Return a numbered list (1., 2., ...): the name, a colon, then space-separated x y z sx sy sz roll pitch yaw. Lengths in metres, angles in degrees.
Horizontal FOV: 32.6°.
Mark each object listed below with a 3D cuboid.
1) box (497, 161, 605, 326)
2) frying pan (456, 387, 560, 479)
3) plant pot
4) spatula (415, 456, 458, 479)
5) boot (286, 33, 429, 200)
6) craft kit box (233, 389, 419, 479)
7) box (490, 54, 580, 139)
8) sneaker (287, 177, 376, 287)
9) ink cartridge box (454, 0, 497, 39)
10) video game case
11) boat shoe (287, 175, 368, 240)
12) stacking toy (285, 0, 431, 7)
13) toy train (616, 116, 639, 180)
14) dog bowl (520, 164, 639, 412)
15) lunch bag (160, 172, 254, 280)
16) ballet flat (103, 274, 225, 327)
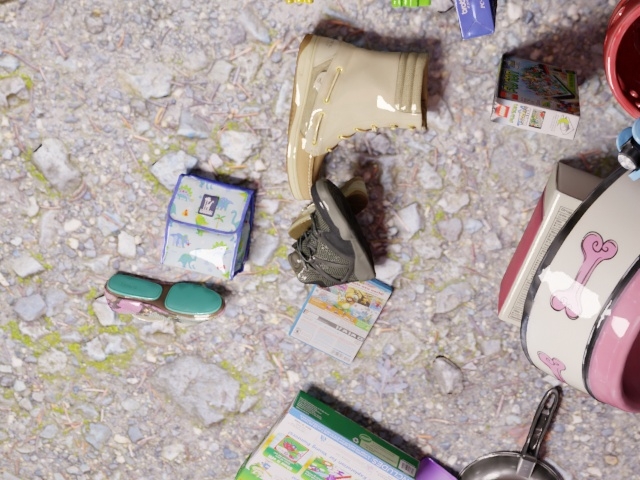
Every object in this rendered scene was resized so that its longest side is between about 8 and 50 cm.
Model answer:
1. box: 0.380 0.023 1.654 0.149 0.127 0.232 21 117 1
2. frying pan: 0.369 0.416 1.893 0.197 0.053 0.326 36 120 -8
3. plant pot: 0.477 -0.263 1.470 0.191 0.174 0.191 5 117 10
4. spatula: 0.115 0.383 1.934 0.296 0.030 0.084 31 120 -3
5. boot: 0.058 -0.170 1.648 0.204 0.095 0.261 9 112 6
6. craft kit box: 0.007 0.411 1.935 0.250 0.061 0.246 32 124 -4
7. box: 0.299 -0.201 1.517 0.114 0.207 0.036 14 117 5
8. sneaker: 0.000 0.000 1.696 0.130 0.087 0.227 -17 143 6
9. ink cartridge box: 0.206 -0.345 1.466 0.046 0.207 0.097 -9 113 15
10. video game case: 0.032 0.120 1.834 0.119 0.015 0.166 27 118 -1
11. boat shoe: 0.011 -0.049 1.745 0.153 0.048 0.056 -34 130 30
12. stacking toy: 0.050 -0.421 1.555 0.221 0.052 0.166 3 118 8
13. toy train: 0.452 -0.139 1.355 0.105 0.080 0.184 44 77 4
14. dog bowl: 0.474 0.062 1.502 0.150 0.408 0.407 44 126 38
15. lunch bag: -0.180 -0.024 1.769 0.129 0.096 0.151 14 103 7
16. ballet flat: -0.262 0.111 1.865 0.222 0.077 0.079 9 135 13
